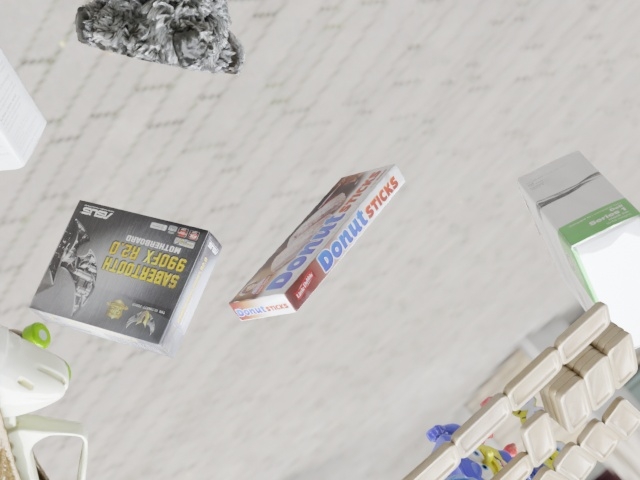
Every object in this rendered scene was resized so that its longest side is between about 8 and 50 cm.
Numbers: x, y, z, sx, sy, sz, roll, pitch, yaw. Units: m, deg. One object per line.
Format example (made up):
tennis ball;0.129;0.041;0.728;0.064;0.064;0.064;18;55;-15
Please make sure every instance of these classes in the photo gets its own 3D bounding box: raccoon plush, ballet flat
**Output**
raccoon plush;-0.212;-0.412;1.895;0.446;0.216;0.299;-51;154;-81
ballet flat;-0.278;0.172;1.171;0.124;0.116;0.342;-12;118;-4

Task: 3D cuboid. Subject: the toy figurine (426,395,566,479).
toy figurine;0.218;0.359;1.706;0.217;0.362;0.191;12;124;-32

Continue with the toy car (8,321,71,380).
toy car;-0.567;0.254;2.302;0.155;0.149;0.188;-23;-168;24

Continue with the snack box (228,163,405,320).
snack box;0.000;0.000;1.036;0.064;0.022;0.178;-11;-152;44

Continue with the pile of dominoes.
pile of dominoes;0.171;0.170;1.102;0.251;0.040;0.196;-39;137;-15

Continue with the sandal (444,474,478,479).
sandal;0.224;0.344;1.401;0.126;0.317;0.138;-59;154;-44

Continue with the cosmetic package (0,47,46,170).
cosmetic package;-0.426;-0.188;1.489;0.231;0.117;0.085;63;33;-43

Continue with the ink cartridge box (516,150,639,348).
ink cartridge box;0.327;0.008;1.530;0.093;0.160;0.219;-26;-155;4

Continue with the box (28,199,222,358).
box;-0.280;0.052;1.853;0.183;0.231;0.056;-67;154;-19
